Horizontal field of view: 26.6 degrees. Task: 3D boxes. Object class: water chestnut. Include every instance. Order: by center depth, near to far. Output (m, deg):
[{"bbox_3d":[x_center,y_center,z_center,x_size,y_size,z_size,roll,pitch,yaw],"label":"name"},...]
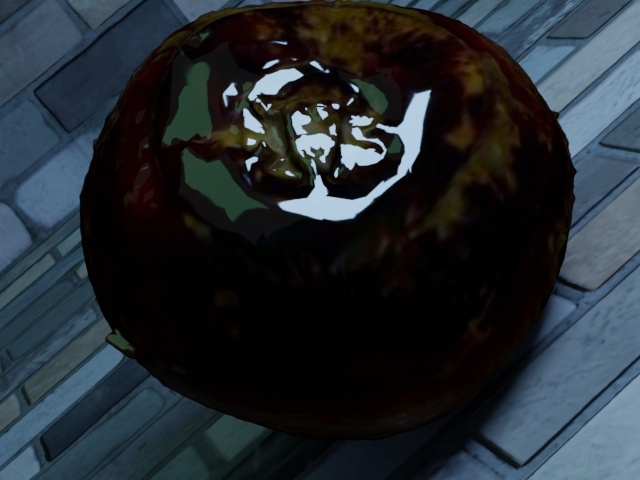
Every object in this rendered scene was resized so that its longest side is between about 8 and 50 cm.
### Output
[{"bbox_3d":[0.000,0.000,0.947,0.350,0.302,0.350,-2,48,2],"label":"water chestnut"}]
